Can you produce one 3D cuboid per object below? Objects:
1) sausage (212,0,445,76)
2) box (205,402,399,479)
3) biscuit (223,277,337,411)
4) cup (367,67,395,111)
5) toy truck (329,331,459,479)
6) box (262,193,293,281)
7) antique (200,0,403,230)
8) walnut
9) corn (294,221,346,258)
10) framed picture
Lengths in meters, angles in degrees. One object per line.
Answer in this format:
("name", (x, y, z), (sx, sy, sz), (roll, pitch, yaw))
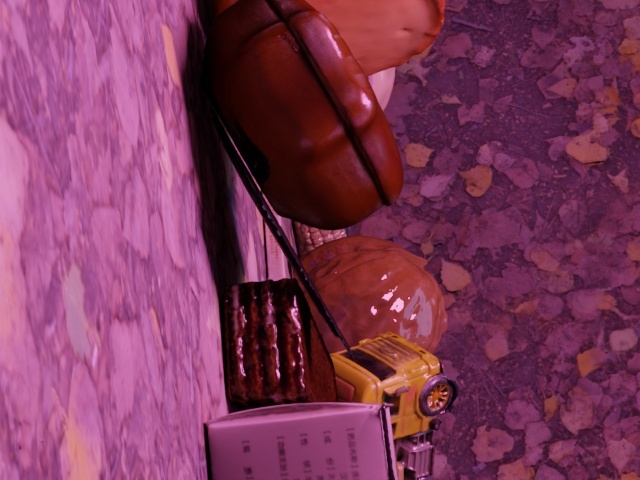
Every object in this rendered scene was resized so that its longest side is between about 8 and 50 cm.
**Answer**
("sausage", (-0.003, -0.329, 1.409), (0.233, 0.233, 0.287), (73, 10, -69))
("box", (0.006, 0.296, 1.124), (0.173, 0.145, 0.333), (47, 36, -81))
("biscuit", (-0.031, 0.138, 1.387), (0.388, 0.073, 0.107), (69, 16, -72))
("cup", (0.024, -0.232, 1.612), (0.173, 0.255, 0.202), (40, 13, -11))
("toy truck", (0.052, 0.253, 1.632), (0.124, 0.157, 0.272), (26, -61, 46))
("box", (-0.048, 0.023, 1.671), (0.090, 0.024, 0.167), (75, 9, -63))
("antique", (-0.018, -0.114, 1.265), (0.224, 0.129, 0.278), (60, 0, -1))
("walnut", (0.049, 0.106, 1.748), (0.141, 0.204, 0.238), (20, 62, -72))
("corn", (0.000, 0.000, 2.064), (0.087, 0.087, 0.211), (-91, 167, -54))
("framed picture", (-0.039, -0.009, 1.280), (0.195, 0.010, 0.199), (60, -1, -35))
